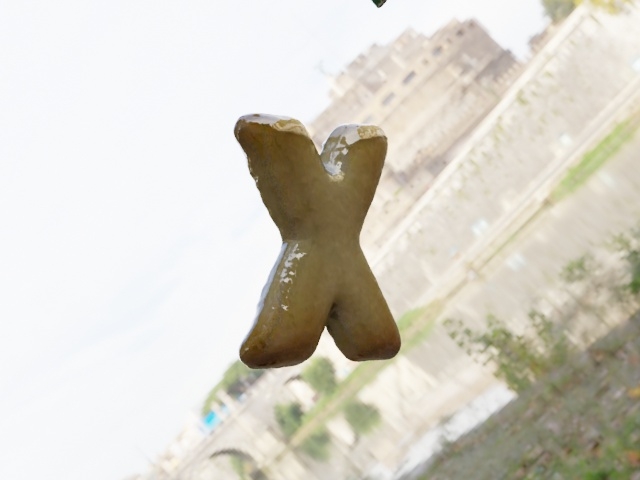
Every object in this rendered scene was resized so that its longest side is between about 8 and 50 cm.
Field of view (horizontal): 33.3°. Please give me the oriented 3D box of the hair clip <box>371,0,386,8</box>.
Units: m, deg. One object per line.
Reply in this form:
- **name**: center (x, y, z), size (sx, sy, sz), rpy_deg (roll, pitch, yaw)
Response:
- **hair clip**: center (0.017, -0.333, 1.201), size (0.049, 0.173, 0.049), rpy_deg (-44, 2, 2)

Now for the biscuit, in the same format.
- **biscuit**: center (0.001, 0.000, 0.888), size (0.164, 0.207, 0.047), rpy_deg (0, -5, -38)
